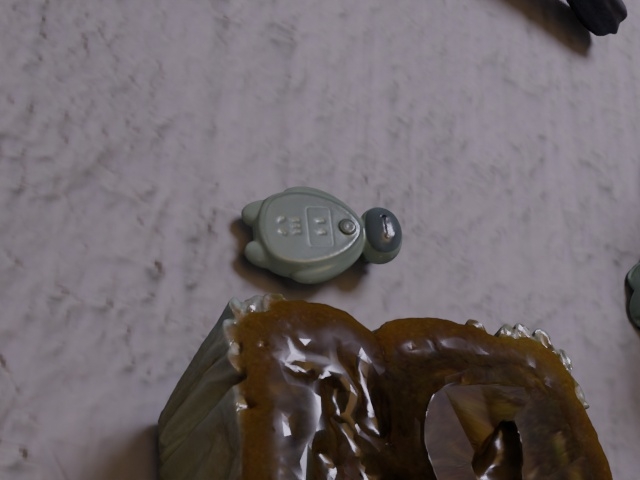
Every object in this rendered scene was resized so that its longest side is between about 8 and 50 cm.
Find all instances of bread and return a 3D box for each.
[{"bbox_3d":[0.037,0.133,0.561,0.192,0.110,0.209,8,59,-26],"label":"bread"}]

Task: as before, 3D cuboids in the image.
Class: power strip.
[{"bbox_3d":[0.000,0.000,0.674,0.083,0.035,0.055,1,62,-14],"label":"power strip"}]

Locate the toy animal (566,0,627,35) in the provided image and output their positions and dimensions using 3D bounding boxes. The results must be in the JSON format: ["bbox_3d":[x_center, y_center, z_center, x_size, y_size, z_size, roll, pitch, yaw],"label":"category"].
[{"bbox_3d":[0.054,-0.279,0.788,0.367,0.081,0.205,18,100,-17],"label":"toy animal"}]

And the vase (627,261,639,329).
[{"bbox_3d":[0.246,0.008,0.724,0.081,0.148,0.081,14,56,-22],"label":"vase"}]
